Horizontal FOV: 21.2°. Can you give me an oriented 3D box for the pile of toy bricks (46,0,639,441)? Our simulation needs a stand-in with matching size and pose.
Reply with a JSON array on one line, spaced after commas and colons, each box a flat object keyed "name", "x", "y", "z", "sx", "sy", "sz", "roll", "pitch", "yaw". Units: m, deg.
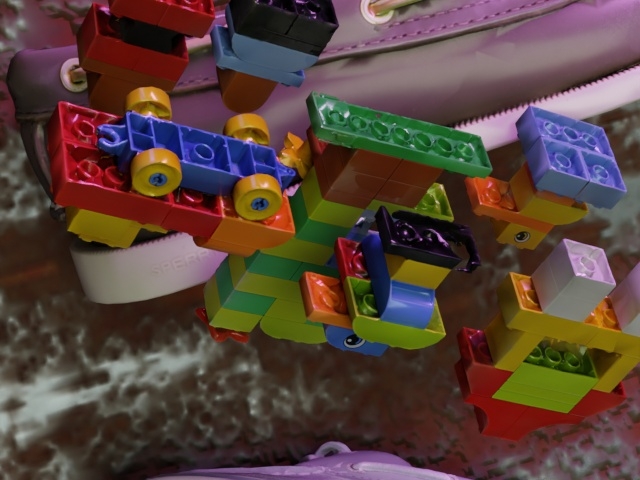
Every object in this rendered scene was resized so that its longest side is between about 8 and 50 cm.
[{"name": "pile of toy bricks", "x": 0.000, "y": 0.000, "z": 0.549, "sx": 0.212, "sy": 0.118, "sz": 0.105, "roll": 14, "pitch": 132, "yaw": -27}]

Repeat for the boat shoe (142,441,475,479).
[{"name": "boat shoe", "x": 0.019, "y": 0.123, "z": 0.665, "sx": 0.227, "sy": 0.081, "sz": 0.079, "roll": 15, "pitch": 118, "yaw": -20}]

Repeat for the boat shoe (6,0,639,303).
[{"name": "boat shoe", "x": 0.046, "y": -0.083, "z": 0.634, "sx": 0.324, "sy": 0.116, "sz": 0.096, "roll": -23, "pitch": 103, "yaw": -5}]
